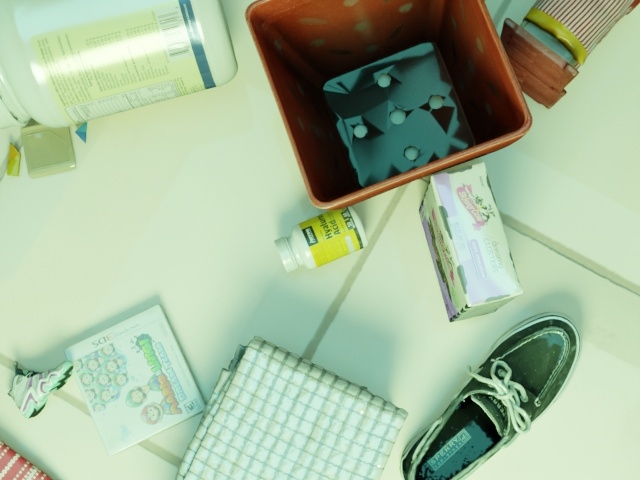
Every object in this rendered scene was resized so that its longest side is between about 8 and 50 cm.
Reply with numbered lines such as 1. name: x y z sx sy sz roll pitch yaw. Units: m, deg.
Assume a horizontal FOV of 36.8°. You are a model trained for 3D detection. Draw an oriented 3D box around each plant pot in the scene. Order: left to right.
1. plant pot: 0.092 -0.187 1.222 0.267 0.236 0.267 -21 80 6

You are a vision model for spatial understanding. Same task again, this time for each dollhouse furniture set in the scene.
1. dollhouse furniture set: 0.239 -0.373 1.301 0.374 0.152 0.201 38 83 7

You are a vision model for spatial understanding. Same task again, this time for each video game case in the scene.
1. video game case: -0.247 0.185 1.282 0.143 0.019 0.157 -26 81 -3

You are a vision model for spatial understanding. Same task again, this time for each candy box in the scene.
1. candy box: 0.183 0.008 1.213 0.070 0.196 0.165 -14 79 -1

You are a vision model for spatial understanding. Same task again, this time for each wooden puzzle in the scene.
1. wooden puzzle: -0.381 -0.128 1.345 0.116 0.014 0.078 -6 84 1

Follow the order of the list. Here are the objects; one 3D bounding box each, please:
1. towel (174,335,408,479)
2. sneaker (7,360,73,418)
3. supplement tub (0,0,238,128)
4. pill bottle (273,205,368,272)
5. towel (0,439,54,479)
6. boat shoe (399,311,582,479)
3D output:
1. towel: -0.049 0.289 1.212 0.235 0.121 0.283 23 83 7
2. sneaker: -0.377 0.179 1.272 0.069 0.038 0.098 44 95 12
3. supplement tub: -0.290 -0.282 1.256 0.325 0.235 0.235 -15 80 -1
4. pill bottle: 0.000 0.000 1.286 0.116 0.065 0.065 -23 80 -2
5. towel: -0.467 0.343 1.240 0.275 0.031 0.199 37 81 -1
6. boat shoe: 0.220 0.206 1.224 0.306 0.105 0.113 -39 81 -5
